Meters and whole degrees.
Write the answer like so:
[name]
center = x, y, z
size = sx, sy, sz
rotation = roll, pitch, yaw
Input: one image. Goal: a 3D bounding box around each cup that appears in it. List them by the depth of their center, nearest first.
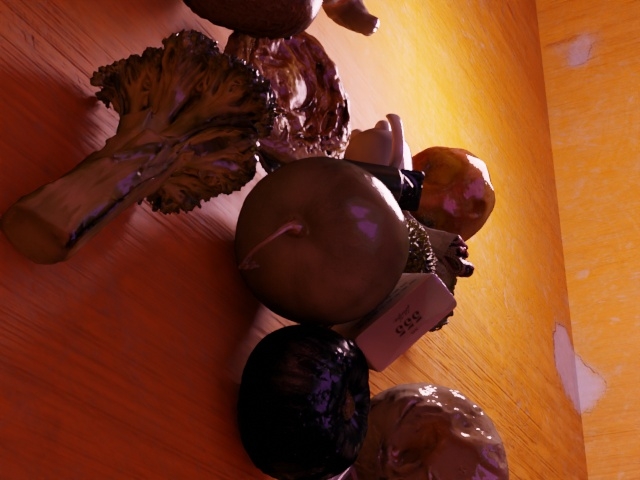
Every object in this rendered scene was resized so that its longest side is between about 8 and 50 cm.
[cup]
center = 0.104, -0.153, 2.088
size = 0.173, 0.134, 0.142
rotation = 61, 24, -58

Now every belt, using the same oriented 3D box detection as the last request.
[belt]
center = 0.207, -0.004, 2.173
size = 0.071, 0.232, 0.053
rotation = -56, 146, -1

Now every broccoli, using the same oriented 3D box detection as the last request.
[broccoli]
center = -0.228, -0.087, 1.324
size = 0.361, 0.252, 0.221
rotation = -36, 111, -27

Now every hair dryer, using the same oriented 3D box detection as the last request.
[hair dryer]
center = 0.077, -0.014, 1.972
size = 0.078, 0.195, 0.248
rotation = -166, -96, -73

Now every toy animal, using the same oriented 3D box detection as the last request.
[toy animal]
center = 0.011, -0.564, 2.043
size = 0.266, 0.188, 0.308
rotation = 46, -55, 57

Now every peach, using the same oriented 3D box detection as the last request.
[peach]
center = 0.257, -0.082, 2.316
size = 0.214, 0.214, 0.235
rotation = 65, 33, -24

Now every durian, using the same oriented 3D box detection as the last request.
[durian]
center = 0.146, 0.056, 2.081
size = 0.159, 0.146, 0.198
rotation = -33, 117, -80

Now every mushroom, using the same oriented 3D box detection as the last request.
[mushroom]
center = -0.108, -0.395, 1.666
size = 0.253, 0.253, 0.153
rotation = -56, 170, -59

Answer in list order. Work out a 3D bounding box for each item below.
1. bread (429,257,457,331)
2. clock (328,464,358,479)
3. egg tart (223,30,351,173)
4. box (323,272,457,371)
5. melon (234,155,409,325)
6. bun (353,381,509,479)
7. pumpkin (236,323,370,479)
[bread]
center = 0.210, 0.096, 2.252
size = 0.103, 0.110, 0.156
rotation = 5, 107, -25
[clock]
center = 0.025, 0.451, 1.691
size = 0.150, 0.063, 0.197
rotation = -30, 104, -65
[egg tart]
center = -0.072, -0.214, 1.772
size = 0.297, 0.132, 0.297
rotation = 30, 48, -40
[box]
center = 0.097, 0.125, 1.754
size = 0.071, 0.168, 0.259
rotation = 51, -11, -6
[melon]
center = 0.003, 0.003, 1.647
size = 0.308, 0.271, 0.272
rotation = 115, -32, -76
[bun]
center = 0.155, 0.359, 1.764
size = 0.146, 0.287, 0.287
rotation = 37, 45, -63
[pumpkin]
center = -0.024, 0.230, 1.576
size = 0.233, 0.163, 0.233
rotation = -1, 90, -65
